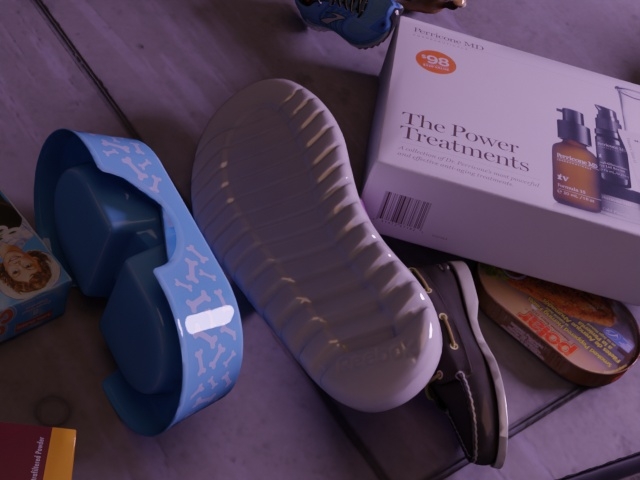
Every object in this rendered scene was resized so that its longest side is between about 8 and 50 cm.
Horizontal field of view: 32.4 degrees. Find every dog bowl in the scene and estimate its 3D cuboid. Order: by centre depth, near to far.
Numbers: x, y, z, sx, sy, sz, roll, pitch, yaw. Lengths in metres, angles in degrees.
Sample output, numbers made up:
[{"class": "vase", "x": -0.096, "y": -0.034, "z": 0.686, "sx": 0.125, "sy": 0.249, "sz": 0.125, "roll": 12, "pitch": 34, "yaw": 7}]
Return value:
[{"class": "dog bowl", "x": -0.163, "y": 0.029, "z": 0.977, "sx": 0.074, "sy": 0.166, "sz": 0.297, "roll": -10, "pitch": 56, "yaw": -36}]

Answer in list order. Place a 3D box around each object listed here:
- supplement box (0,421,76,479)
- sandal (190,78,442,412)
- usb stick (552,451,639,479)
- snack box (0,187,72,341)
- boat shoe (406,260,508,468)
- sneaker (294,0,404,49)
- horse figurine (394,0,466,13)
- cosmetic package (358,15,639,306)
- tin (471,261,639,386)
[{"class": "supplement box", "x": -0.278, "y": 0.221, "z": 0.769, "sx": 0.191, "sy": 0.194, "sz": 0.129, "roll": 8, "pitch": 52, "yaw": -9}, {"class": "sandal", "x": -0.014, "y": 0.007, "z": 1.061, "sx": 0.169, "sy": 0.102, "sz": 0.416, "roll": -30, "pitch": 50, "yaw": 5}, {"class": "usb stick", "x": 0.285, "y": 0.237, "z": 1.008, "sx": 0.278, "sy": 0.045, "sz": 0.077, "roll": -11, "pitch": 64, "yaw": -23}, {"class": "snack box", "x": -0.401, "y": 0.044, "z": 0.941, "sx": 0.322, "sy": 0.060, "sz": 0.187, "roll": -26, "pitch": 64, "yaw": -37}, {"class": "boat shoe", "x": 0.121, "y": 0.115, "z": 1.037, "sx": 0.068, "sy": 0.081, "sz": 0.228, "roll": 0, "pitch": 47, "yaw": -12}, {"class": "sneaker", "x": 0.023, "y": -0.268, "z": 1.264, "sx": 0.162, "sy": 0.073, "sz": 0.063, "roll": 20, "pitch": 77, "yaw": 40}, {"class": "horse figurine", "x": 0.087, "y": -0.321, "z": 1.335, "sx": 0.263, "sy": 0.066, "sz": 0.174, "roll": 12, "pitch": 8, "yaw": -4}, {"class": "cosmetic package", "x": 0.239, "y": -0.086, "z": 1.184, "sx": 0.377, "sy": 0.097, "sz": 0.284, "roll": 15, "pitch": 39, "yaw": -4}, {"class": "tin", "x": 0.238, "y": 0.072, "z": 1.127, "sx": 0.189, "sy": 0.040, "sz": 0.106, "roll": 41, "pitch": 50, "yaw": 17}]
